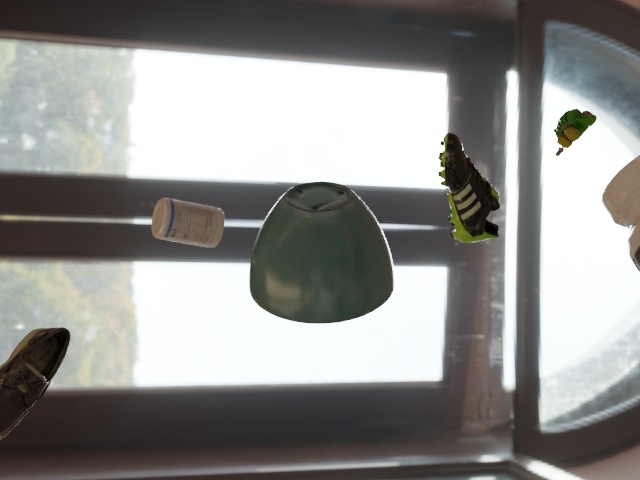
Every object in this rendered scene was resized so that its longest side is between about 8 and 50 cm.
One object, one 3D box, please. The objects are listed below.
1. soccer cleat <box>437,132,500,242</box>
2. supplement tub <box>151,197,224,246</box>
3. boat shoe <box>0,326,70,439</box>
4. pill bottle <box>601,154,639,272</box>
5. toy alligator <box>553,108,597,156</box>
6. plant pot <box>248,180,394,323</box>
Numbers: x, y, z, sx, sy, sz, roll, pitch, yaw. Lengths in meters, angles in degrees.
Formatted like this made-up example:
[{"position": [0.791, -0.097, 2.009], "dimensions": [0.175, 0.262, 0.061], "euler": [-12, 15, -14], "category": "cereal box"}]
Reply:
[{"position": [0.198, -0.071, 1.203], "dimensions": [0.060, 0.072, 0.179], "euler": [-77, 156, -46], "category": "soccer cleat"}, {"position": [-0.223, -0.029, 1.525], "dimensions": [0.071, 0.107, 0.071], "euler": [-28, -123, 55], "category": "supplement tub"}, {"position": [-0.469, 0.217, 1.440], "dimensions": [0.073, 0.080, 0.224], "euler": [-26, -154, 35], "category": "boat shoe"}, {"position": [0.615, 0.028, 1.414], "dimensions": [0.363, 0.210, 0.210], "euler": [61, -30, 29], "category": "pill bottle"}, {"position": [0.458, -0.205, 1.688], "dimensions": [0.051, 0.056, 0.190], "euler": [44, -14, 5], "category": "toy alligator"}, {"position": [0.000, 0.000, 1.760], "dimensions": [0.290, 0.290, 0.195], "euler": [-117, -158, -59], "category": "plant pot"}]
